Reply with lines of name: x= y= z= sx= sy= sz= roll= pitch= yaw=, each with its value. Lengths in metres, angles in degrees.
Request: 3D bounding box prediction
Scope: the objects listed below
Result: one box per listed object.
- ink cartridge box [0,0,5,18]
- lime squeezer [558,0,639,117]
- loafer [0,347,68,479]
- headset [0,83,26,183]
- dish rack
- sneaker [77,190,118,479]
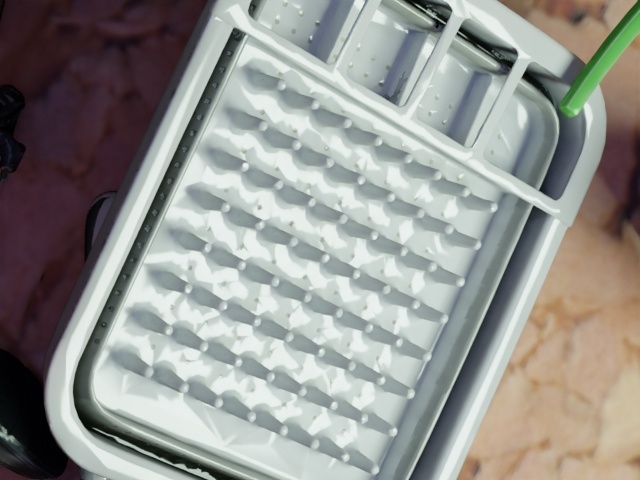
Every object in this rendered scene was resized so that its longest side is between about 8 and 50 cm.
ink cartridge box: x=-0.294 y=-0.188 z=0.948 sx=0.235 sy=0.193 sz=0.088 roll=14 pitch=89 yaw=-4
lime squeezer: x=0.270 y=-0.168 z=1.045 sx=0.310 sy=0.059 sz=0.110 roll=-17 pitch=109 yaw=-14
loafer: x=-0.220 y=0.090 z=1.025 sx=0.061 sy=0.062 sz=0.170 roll=-29 pitch=120 yaw=26
headset: x=-0.373 y=-0.017 z=1.005 sx=0.394 sy=0.185 sz=0.243 roll=-19 pitch=91 yaw=13
dish rack: x=0.000 y=0.000 z=0.979 sx=0.285 sy=0.072 sz=0.332 roll=28 pitch=84 yaw=-35
sneaker: x=-0.078 y=0.086 z=1.031 sx=0.132 sy=0.086 sz=0.228 roll=1 pitch=92 yaw=-5
